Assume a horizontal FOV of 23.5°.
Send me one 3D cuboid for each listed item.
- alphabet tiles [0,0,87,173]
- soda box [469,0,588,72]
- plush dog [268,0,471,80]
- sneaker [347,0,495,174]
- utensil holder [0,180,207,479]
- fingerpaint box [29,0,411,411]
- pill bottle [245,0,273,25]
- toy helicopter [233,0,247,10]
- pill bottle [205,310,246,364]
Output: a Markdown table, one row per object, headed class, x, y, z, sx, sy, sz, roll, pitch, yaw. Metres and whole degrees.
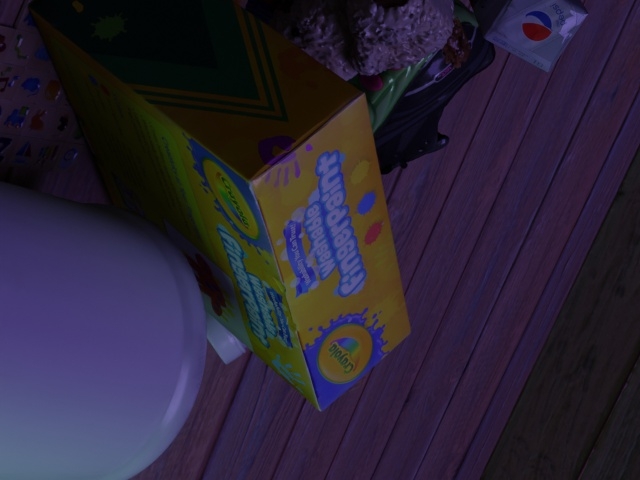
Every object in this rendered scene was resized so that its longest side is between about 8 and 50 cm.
| class | x | y | z | sx | sy | sz | roll | pitch | yaw |
| --- | --- | --- | --- | --- | --- | --- | --- | --- | --- |
| alphabet tiles | -0.312 | -0.170 | 1.708 | 0.237 | 0.009 | 0.198 | 5 | 116 | -60 |
| soda box | 0.246 | -0.316 | 1.925 | 0.091 | 0.098 | 0.286 | -58 | -163 | 23 |
| plush dog | 0.038 | -0.256 | 1.794 | 0.211 | 0.225 | 0.262 | 57 | 23 | -43 |
| sneaker | 0.055 | -0.126 | 2.038 | 0.202 | 0.185 | 0.483 | 16 | 134 | -36 |
| utensil holder | -0.355 | 0.091 | 1.582 | 0.328 | 0.327 | 0.385 | -60 | 151 | 6 |
| fingerpaint box | -0.097 | -0.070 | 1.724 | 0.163 | 0.371 | 0.445 | -40 | 147 | -18 |
| pill bottle | -0.056 | -0.252 | 1.925 | 0.221 | 0.124 | 0.124 | -49 | 153 | -18 |
| toy helicopter | -0.094 | -0.346 | 1.704 | 0.234 | 0.140 | 0.355 | 4 | 136 | -24 |
| pill bottle | -0.062 | 0.070 | 2.214 | 0.245 | 0.136 | 0.136 | -34 | 151 | -4 |
